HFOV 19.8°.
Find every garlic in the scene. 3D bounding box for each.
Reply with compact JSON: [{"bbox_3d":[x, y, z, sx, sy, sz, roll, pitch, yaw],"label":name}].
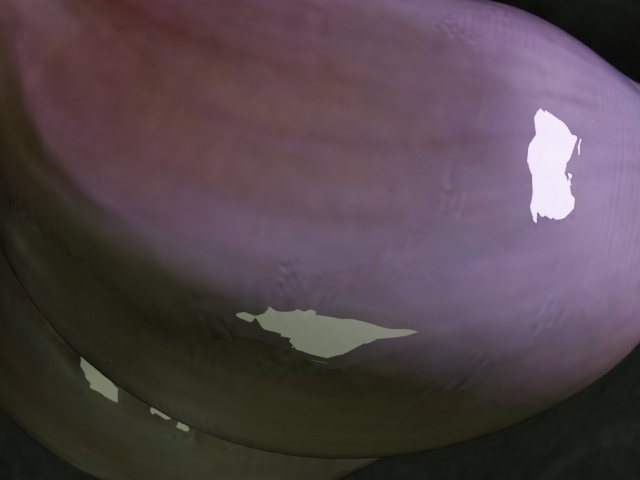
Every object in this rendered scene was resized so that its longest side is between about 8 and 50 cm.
[{"bbox_3d":[0.000,0.000,0.768,0.340,0.245,0.231,2,144,-9],"label":"garlic"}]
